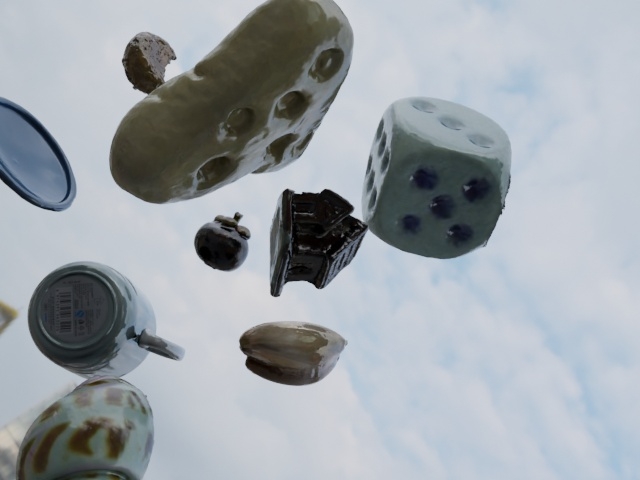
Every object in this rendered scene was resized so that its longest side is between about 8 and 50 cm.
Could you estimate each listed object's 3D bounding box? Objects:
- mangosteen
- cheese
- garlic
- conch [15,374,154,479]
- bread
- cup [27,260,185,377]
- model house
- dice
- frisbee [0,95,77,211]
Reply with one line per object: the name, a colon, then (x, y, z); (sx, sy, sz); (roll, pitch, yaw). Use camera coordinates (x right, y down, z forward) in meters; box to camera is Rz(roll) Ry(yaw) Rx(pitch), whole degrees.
mangosteen: (-0.232, -0.002, 2.084); (0.137, 0.151, 0.137); (27, -7, 4)
cheese: (-0.116, -0.209, 1.219); (0.129, 0.351, 0.328); (55, -42, 20)
garlic: (-0.059, 0.245, 1.824); (0.217, 0.228, 0.110); (73, 14, -58)
conch: (-0.433, 0.423, 1.579); (0.197, 0.249, 0.368); (63, 14, -73)
bread: (-0.282, -0.288, 1.386); (0.060, 0.113, 0.082); (-23, -56, 30)
cup: (-0.487, 0.203, 2.003); (0.357, 0.259, 0.274); (19, -13, 6)
model house: (0.001, -0.004, 1.291); (0.165, 0.152, 0.106); (111, -27, -51)
dice: (0.242, -0.138, 1.850); (0.262, 0.268, 0.264); (13, -57, -7)
frisbee: (-0.637, -0.178, 1.831); (0.289, 0.049, 0.289); (52, 17, -23)
